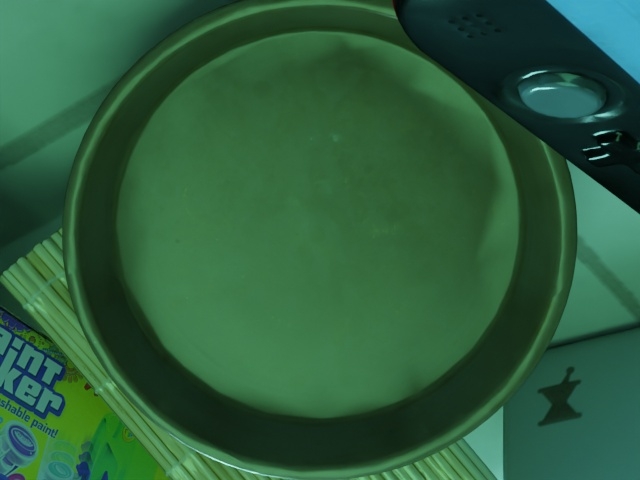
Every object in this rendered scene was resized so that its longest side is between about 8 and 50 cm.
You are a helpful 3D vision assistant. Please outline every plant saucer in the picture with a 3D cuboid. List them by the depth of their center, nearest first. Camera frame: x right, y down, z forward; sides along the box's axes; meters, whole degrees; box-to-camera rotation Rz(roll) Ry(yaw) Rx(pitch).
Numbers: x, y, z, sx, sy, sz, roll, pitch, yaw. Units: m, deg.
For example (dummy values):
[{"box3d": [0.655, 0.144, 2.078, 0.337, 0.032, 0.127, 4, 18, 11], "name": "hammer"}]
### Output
[{"box3d": [0.000, 0.000, 0.684, 0.277, 0.041, 0.278, 0, 107, -1], "name": "plant saucer"}]

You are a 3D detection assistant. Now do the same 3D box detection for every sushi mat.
[{"box3d": [-0.032, 0.095, 0.744, 0.151, 0.019, 0.316, -40, 94, -3], "name": "sushi mat"}]

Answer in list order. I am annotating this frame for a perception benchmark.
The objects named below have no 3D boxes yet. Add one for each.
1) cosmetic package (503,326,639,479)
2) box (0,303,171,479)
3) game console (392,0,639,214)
[{"box3d": [0.344, 0.273, 0.825, 0.329, 0.327, 0.394, -18, 133, 27], "name": "cosmetic package"}, {"box3d": [-0.273, 0.145, 0.818, 0.279, 0.177, 0.290, -5, 143, 47], "name": "box"}, {"box3d": [0.259, -0.075, 0.511, 0.386, 0.060, 0.342, -4, 153, 41], "name": "game console"}]
